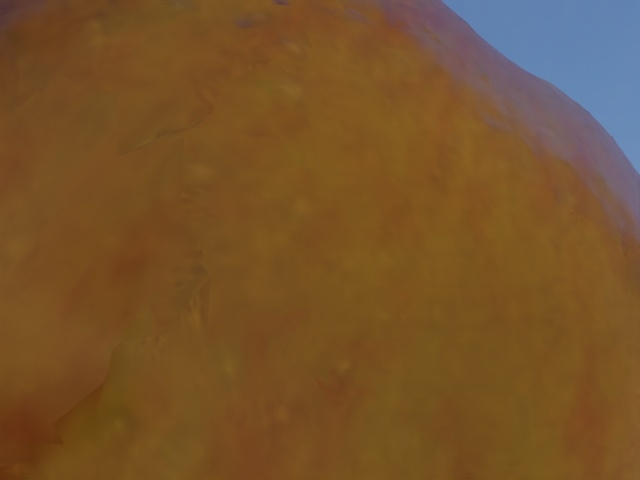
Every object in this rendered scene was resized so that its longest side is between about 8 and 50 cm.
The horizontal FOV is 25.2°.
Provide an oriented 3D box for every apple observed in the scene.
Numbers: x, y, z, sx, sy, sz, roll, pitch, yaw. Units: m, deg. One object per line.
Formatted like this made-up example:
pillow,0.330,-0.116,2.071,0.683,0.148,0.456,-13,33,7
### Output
apple,-0.051,0.034,0.511,0.400,0.400,0.333,17,-62,-35
